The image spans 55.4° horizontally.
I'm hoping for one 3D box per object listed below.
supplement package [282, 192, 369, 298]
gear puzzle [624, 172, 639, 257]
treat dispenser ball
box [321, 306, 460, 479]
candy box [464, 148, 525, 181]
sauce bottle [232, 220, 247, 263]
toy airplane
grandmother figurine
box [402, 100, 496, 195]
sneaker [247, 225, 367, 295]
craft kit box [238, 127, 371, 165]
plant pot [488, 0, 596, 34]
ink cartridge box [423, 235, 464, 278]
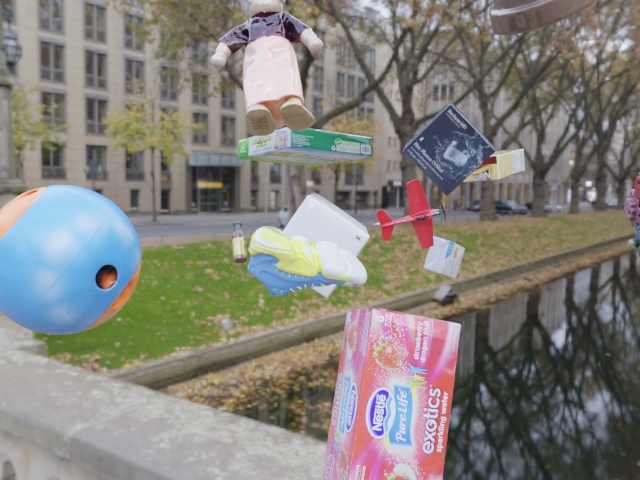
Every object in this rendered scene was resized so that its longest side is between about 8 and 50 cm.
[{"bbox_3d":[0.000,0.000,1.515,0.175,0.178,0.293,35,5,-1],"label":"supplement package"},{"bbox_3d":[0.654,-0.094,1.192,0.044,0.176,0.339,-4,-31,9],"label":"gear puzzle"},{"bbox_3d":[-0.495,0.037,1.178,0.288,0.288,0.288,1,5,0],"label":"treat dispenser ball"},{"bbox_3d":[0.091,0.225,0.812,0.128,0.257,0.122,11,-9,-11],"label":"box"},{"bbox_3d":[0.584,-0.265,2.145,0.182,0.088,0.316,0,12,34],"label":"candy box"},{"bbox_3d":[-0.239,0.003,1.787,0.042,0.128,0.042,-6,-25,-3],"label":"sauce bottle"},{"bbox_3d":[0.175,-0.045,1.210,0.151,0.151,0.028,2,25,8],"label":"toy airplane"},{"bbox_3d":[-0.101,-0.356,1.140,0.207,0.343,0.104,-3,-28,-4],"label":"grandmother figurine"},{"bbox_3d":[0.307,-0.221,1.462,0.156,0.158,0.093,45,20,-3],"label":"box"},{"bbox_3d":[-0.034,0.059,1.205,0.240,0.126,0.091,22,33,-8],"label":"sneaker"},{"bbox_3d":[-0.042,-0.234,1.553,0.249,0.061,0.246,1,-4,-37],"label":"craft kit box"},{"bbox_3d":[0.512,-0.654,1.460,0.263,0.229,0.263,-22,24,10],"label":"plant pot"},{"bbox_3d":[0.396,0.057,1.914,0.061,0.104,0.181,18,0,32],"label":"ink cartridge box"}]
